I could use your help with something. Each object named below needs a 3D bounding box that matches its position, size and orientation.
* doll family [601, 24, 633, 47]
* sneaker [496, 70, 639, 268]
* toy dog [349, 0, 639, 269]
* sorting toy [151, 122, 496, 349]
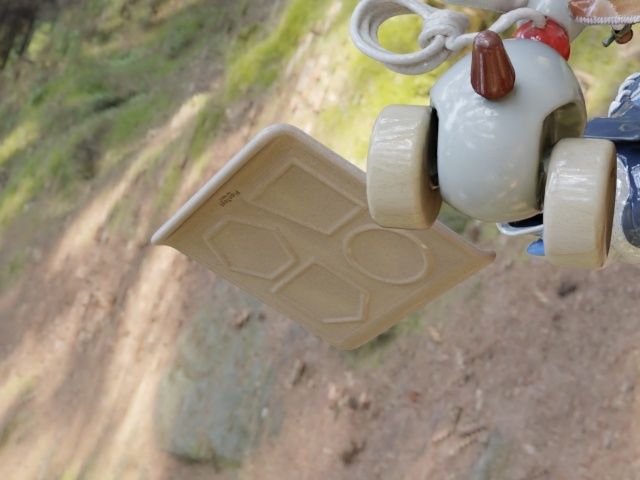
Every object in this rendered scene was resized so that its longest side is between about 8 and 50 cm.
[{"bbox_3d":[0.455,-0.337,1.684,0.193,0.076,0.111,-29,-13,11],"label":"doll family"},{"bbox_3d":[0.258,-0.080,1.090,0.323,0.236,0.130,-89,-20,-67],"label":"sneaker"},{"bbox_3d":[0.131,-0.137,0.832,0.161,0.220,0.334,83,-177,-46],"label":"toy dog"},{"bbox_3d":[0.000,0.000,0.954,0.193,0.208,0.038,-38,30,48],"label":"sorting toy"}]
